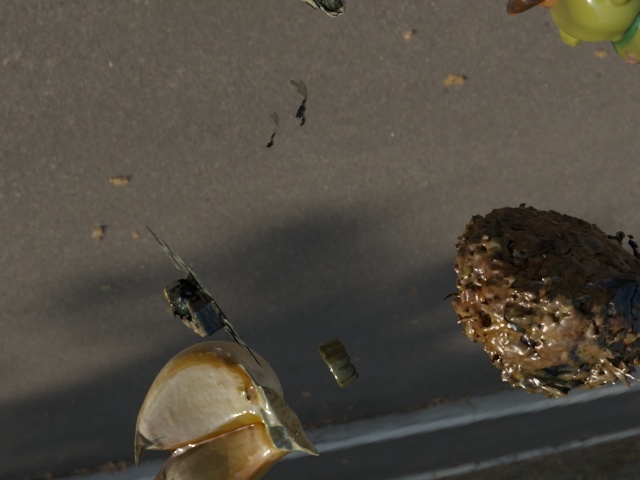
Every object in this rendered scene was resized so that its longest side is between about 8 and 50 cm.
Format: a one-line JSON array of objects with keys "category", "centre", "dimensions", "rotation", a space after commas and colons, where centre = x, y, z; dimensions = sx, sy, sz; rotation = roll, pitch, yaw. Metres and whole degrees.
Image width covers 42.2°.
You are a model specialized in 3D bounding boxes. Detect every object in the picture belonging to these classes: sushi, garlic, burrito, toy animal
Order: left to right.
[{"category": "sushi", "centre": [-0.183, 0.086, 1.137], "dimensions": [0.050, 0.215, 0.192], "rotation": [-38, 116, -13]}, {"category": "garlic", "centre": [-0.178, 0.341, 1.467], "dimensions": [0.313, 0.249, 0.286], "rotation": [-31, 120, 19]}, {"category": "burrito", "centre": [-0.026, -0.285, 0.882], "dimensions": [0.041, 0.149, 0.055], "rotation": [-39, 137, -8]}, {"category": "toy animal", "centre": [0.508, -0.424, 1.411], "dimensions": [0.338, 0.191, 0.216], "rotation": [19, 165, -4]}]

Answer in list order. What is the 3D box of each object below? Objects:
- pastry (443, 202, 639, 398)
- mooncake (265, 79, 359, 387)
[{"category": "pastry", "centre": [0.269, 0.074, 0.973], "dimensions": [0.275, 0.275, 0.192], "rotation": [2, 115, -27]}, {"category": "mooncake", "centre": [-0.013, 0.003, 0.935], "dimensions": [0.057, 0.150, 0.346], "rotation": [-17, 125, -17]}]
